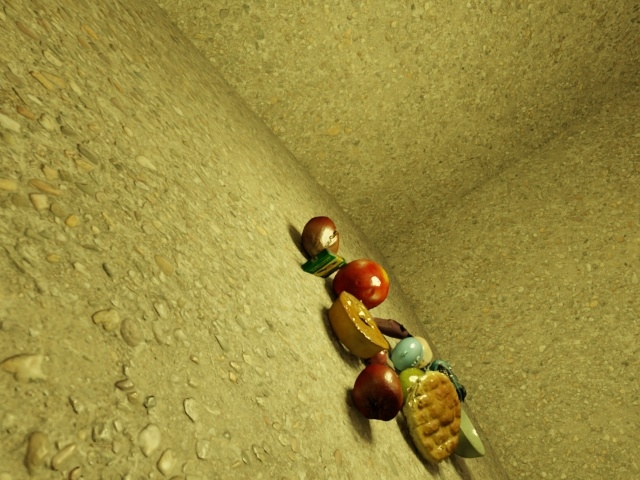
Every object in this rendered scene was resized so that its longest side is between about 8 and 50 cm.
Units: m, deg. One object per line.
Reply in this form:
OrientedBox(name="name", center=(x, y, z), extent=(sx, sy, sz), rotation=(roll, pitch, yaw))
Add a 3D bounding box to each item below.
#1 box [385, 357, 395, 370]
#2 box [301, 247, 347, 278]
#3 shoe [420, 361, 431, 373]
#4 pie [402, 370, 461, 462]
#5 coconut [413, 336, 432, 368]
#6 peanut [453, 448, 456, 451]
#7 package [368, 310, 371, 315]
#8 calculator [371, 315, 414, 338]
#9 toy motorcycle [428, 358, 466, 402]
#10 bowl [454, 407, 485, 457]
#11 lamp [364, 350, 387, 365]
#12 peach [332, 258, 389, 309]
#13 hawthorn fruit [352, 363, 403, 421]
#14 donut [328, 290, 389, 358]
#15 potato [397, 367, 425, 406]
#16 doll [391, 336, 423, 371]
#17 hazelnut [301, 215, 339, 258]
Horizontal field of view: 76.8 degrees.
OrientedBox(name="box", center=(0.254, 0.507, 1.785), extent=(0.218, 0.040, 0.055), rotation=(50, 15, -25))
OrientedBox(name="box", center=(0.022, 0.103, 1.740), extent=(0.034, 0.132, 0.235), rotation=(59, 13, 24))
OrientedBox(name="shoe", center=(0.596, 0.729, 2.358), extent=(0.091, 0.106, 0.207), rotation=(45, 13, -41))
OrientedBox(name="pie", center=(0.451, 0.691, 1.609), extent=(0.340, 0.083, 0.339), rotation=(13, 68, -36))
OrientedBox(name="coconut", center=(0.533, 0.624, 2.271), extent=(0.183, 0.171, 0.171), rotation=(53, 12, -23))
OrientedBox(name="peanut", center=(0.527, 0.855, 1.817), extent=(0.227, 0.086, 0.104), rotation=(56, -14, 3))
OrientedBox(name="package", center=(0.232, 0.374, 2.075), extent=(0.111, 0.033, 0.077), rotation=(13, 66, -53))
OrientedBox(name="calculator", center=(0.359, 0.458, 2.059), extent=(0.294, 0.194, 0.043), rotation=(43, 58, -43))
OrientedBox(name="toy motorcycle", center=(0.746, 0.861, 2.382), extent=(0.232, 0.172, 0.416), rotation=(-100, 168, -59))
OrientedBox(name="bowl", center=(0.648, 0.924, 1.954), extent=(0.289, 0.146, 0.289), rotation=(50, 15, -18))
OrientedBox(name="lamp", center=(0.223, 0.468, 1.642), extent=(0.107, 0.092, 0.107), rotation=(49, -28, 37))
OrientedBox(name="peach", center=(0.177, 0.205, 1.837), extent=(0.281, 0.281, 0.238), rotation=(-69, 167, -75))
OrientedBox(name="hawthorn fruit", center=(0.187, 0.477, 1.301), extent=(0.169, 0.169, 0.188), rotation=(53, 20, -11))
OrientedBox(name="donut", center=(0.139, 0.336, 1.573), extent=(0.277, 0.108, 0.277), rotation=(43, 15, -14))
OrientedBox(name="potato", center=(0.417, 0.649, 1.760), extent=(0.253, 0.149, 0.186), rotation=(-5, 79, -70))
OrientedBox(name="doll", center=(0.446, 0.576, 2.026), extent=(0.141, 0.177, 0.314), rotation=(35, -2, 30))
OrientedBox(name="hazelnut", center=(0.003, -0.001, 1.841), extent=(0.212, 0.181, 0.181), rotation=(62, -10, -16))
